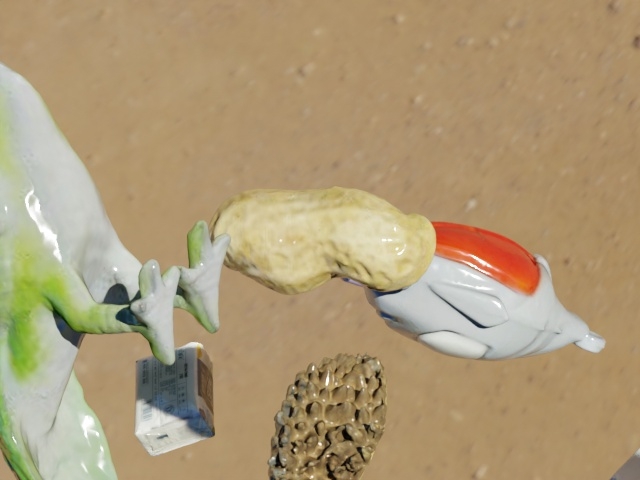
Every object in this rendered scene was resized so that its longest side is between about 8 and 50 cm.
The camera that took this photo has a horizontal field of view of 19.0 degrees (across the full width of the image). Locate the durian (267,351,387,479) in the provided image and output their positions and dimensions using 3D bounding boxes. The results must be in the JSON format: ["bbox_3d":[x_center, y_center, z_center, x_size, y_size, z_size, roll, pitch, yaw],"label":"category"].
[{"bbox_3d":[-0.002,0.106,0.936,0.052,0.130,0.066,19,154,-1],"label":"durian"}]

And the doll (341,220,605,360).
[{"bbox_3d":[0.068,0.023,1.077,0.227,0.102,0.075,22,101,-25],"label":"doll"}]

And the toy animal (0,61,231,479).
[{"bbox_3d":[-0.050,0.035,0.452,0.075,0.041,0.217,-12,100,36],"label":"toy animal"}]

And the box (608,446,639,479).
[{"bbox_3d":[0.195,0.241,1.239,0.067,0.155,0.243,28,113,20],"label":"box"}]

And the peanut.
[{"bbox_3d":[0.000,0.000,0.914,0.113,0.054,0.054,2,110,16],"label":"peanut"}]

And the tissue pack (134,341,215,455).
[{"bbox_3d":[-0.118,0.129,1.558,0.062,0.083,0.042,-20,132,12],"label":"tissue pack"}]
